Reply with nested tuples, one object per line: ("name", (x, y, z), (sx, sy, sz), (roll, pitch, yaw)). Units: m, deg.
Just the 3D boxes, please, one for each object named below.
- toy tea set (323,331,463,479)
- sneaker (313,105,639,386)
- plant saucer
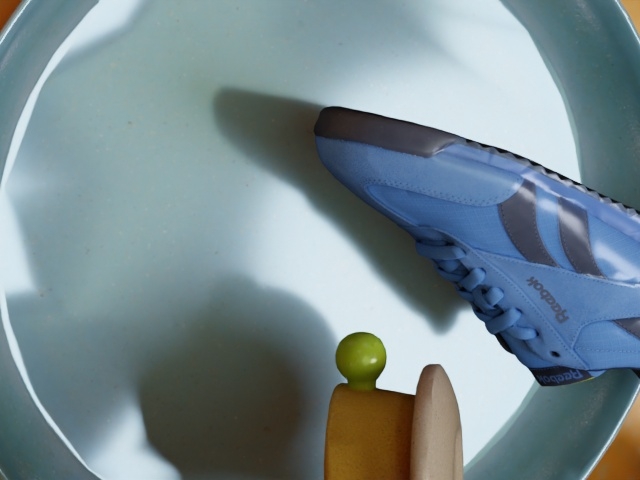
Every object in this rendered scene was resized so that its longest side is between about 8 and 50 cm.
("toy tea set", (-0.015, 0.210, 0.635), (0.124, 0.200, 0.336), (0, 100, 10))
("sneaker", (0.082, 0.013, 0.681), (0.209, 0.069, 0.082), (23, 93, -24))
("plant saucer", (0.000, 0.000, 0.705), (0.318, 0.044, 0.317), (-4, 101, -22))
